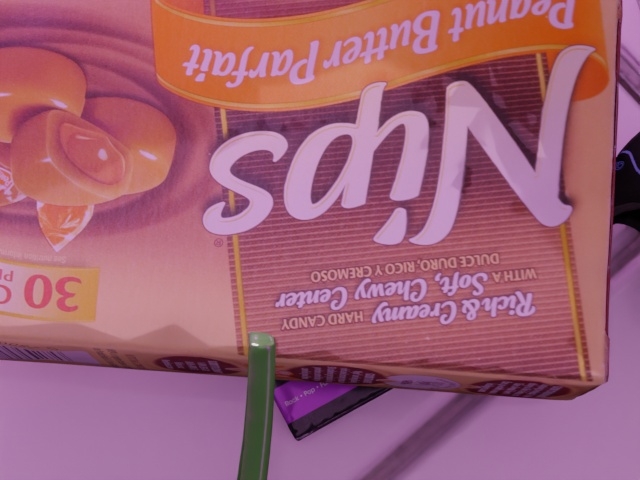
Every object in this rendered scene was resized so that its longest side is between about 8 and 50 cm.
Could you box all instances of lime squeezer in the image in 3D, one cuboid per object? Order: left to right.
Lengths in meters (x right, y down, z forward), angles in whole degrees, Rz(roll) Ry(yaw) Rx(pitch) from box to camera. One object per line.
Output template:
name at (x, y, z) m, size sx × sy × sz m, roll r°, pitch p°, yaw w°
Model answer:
lime squeezer at (-0.082, 0.179, 0.630) m, size 0.110 × 0.059 × 0.310 m, roll 41°, pitch 105°, yaw 0°

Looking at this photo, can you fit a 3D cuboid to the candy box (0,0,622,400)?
candy box at (-0.030, -0.032, 0.645) m, size 0.317 × 0.087 × 0.182 m, roll 4°, pitch 79°, yaw -1°

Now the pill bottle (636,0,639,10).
pill bottle at (0.222, -0.141, 0.714) m, size 0.120 × 0.067 × 0.067 m, roll -14°, pitch 80°, yaw -4°

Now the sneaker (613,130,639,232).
sneaker at (0.230, 0.034, 0.679) m, size 0.090 × 0.081 × 0.232 m, roll -43°, pitch 76°, yaw -6°

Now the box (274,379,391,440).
box at (0.000, 0.000, 0.700) m, size 0.116 × 0.029 × 0.162 m, roll -28°, pitch 83°, yaw -7°
